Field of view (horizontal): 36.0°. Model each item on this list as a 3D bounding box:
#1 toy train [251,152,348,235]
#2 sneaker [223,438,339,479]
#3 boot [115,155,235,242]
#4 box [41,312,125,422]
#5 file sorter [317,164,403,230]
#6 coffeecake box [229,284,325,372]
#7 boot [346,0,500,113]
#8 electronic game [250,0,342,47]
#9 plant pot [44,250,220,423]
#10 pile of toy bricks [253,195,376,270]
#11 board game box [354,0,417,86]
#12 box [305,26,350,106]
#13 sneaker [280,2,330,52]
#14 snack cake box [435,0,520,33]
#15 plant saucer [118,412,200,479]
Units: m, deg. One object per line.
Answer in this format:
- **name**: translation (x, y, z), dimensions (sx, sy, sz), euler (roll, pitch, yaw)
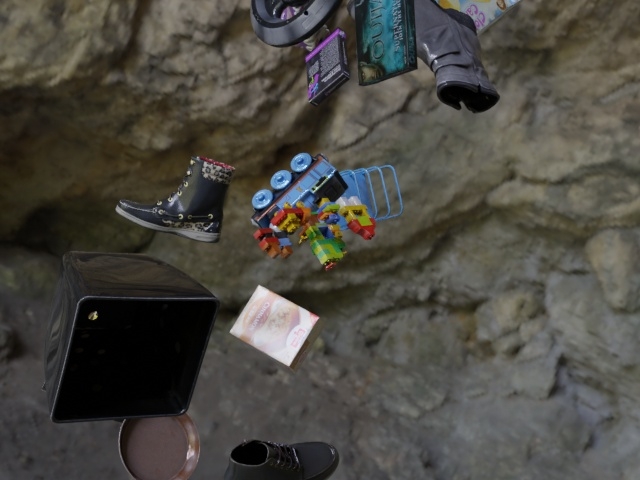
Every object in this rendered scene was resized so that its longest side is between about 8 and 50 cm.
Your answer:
- **toy train**: translation (-0.042, -0.079, 1.786), dimensions (0.105, 0.184, 0.080), euler (42, -7, 40)
- **sneaker**: translation (-0.061, 0.392, 1.743), dimensions (0.222, 0.118, 0.083), euler (-13, 52, -22)
- **boot**: translation (-0.311, -0.105, 2.144), dimensions (0.236, 0.179, 0.085), euler (16, 13, -10)
- **box**: translation (-0.470, 0.228, 2.232), dimensions (0.257, 0.322, 0.079), euler (13, -12, 36)
- **file sorter**: translation (0.072, -0.088, 2.020), dimensions (0.170, 0.118, 0.104), euler (-11, -3, -43)
- **coffeecake box**: translation (-0.106, 0.218, 2.430), dimensions (0.185, 0.142, 0.068), euler (26, -14, 24)
- **boot**: translation (0.220, -0.385, 1.983), dimensions (0.338, 0.118, 0.223), euler (8, 55, -32)
- **electronic game**: translation (-0.029, -0.412, 1.560), dimensions (0.048, 0.229, 0.229), euler (24, 3, -41)
- **plant pot**: translation (-0.267, 0.109, 1.293), dimensions (0.187, 0.188, 0.167), euler (2, 29, -33)
- **pile of toy bricks**: translation (0.000, 0.000, 1.601), dimensions (0.212, 0.118, 0.105), euler (-7, 59, -51)
- **board game box**: translation (0.108, -0.365, 1.665), dimensions (0.026, 0.186, 0.126), euler (4, -10, -40)
- **box**: translation (0.016, -0.398, 2.260), dimensions (0.029, 0.116, 0.162), euler (29, 42, -33)
- **sneaker**: translation (-0.058, -0.553, 2.428), dimensions (0.104, 0.095, 0.236), euler (16, -29, 27)
- **snack cake box**: translation (0.348, -0.545, 2.149), dimensions (0.152, 0.089, 0.264), euler (55, -17, -2)
- **plant saucer**: translation (-0.306, 0.384, 1.850), dimensions (0.168, 0.169, 0.029), euler (24, -31, -26)
